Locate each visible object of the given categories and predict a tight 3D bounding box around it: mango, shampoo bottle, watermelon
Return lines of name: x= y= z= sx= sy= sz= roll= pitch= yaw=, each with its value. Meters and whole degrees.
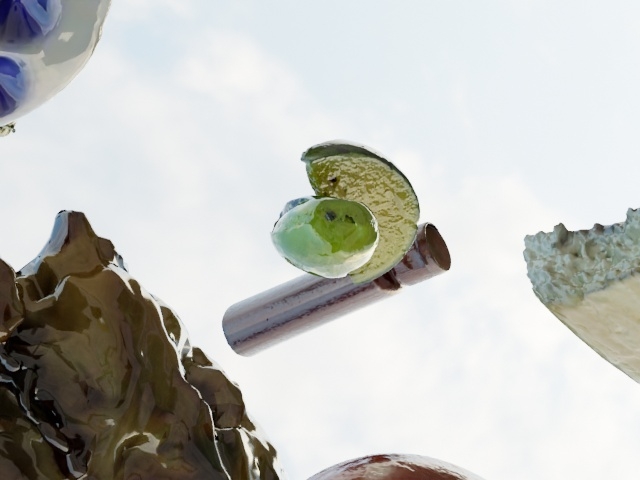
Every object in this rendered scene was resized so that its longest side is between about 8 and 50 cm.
mango: x=0.000 y=0.000 z=1.463 sx=0.091 sy=0.165 sz=0.074 roll=20 pitch=-103 yaw=-13
shampoo bottle: x=0.019 y=0.054 z=1.721 sx=0.064 sy=0.260 sz=0.102 roll=66 pitch=-157 yaw=0
watermelon: x=0.055 y=-0.038 z=1.547 sx=0.092 sy=0.075 sz=0.181 roll=-52 pitch=-41 yaw=-32

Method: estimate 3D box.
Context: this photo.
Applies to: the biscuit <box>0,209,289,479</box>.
biscuit: x=-0.121 y=0.140 z=0.505 sx=0.289 sy=0.081 sz=0.334 roll=-41 pitch=-61 yaw=-25

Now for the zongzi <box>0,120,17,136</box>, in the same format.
zongzi: x=-0.343 y=-0.172 z=1.592 sx=0.104 sy=0.113 sz=0.052 roll=27 pitch=-169 yaw=25

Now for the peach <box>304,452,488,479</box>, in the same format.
peach: x=0.074 y=0.279 z=1.169 sx=0.275 sy=0.248 sz=0.245 roll=-6 pitch=-116 yaw=-31

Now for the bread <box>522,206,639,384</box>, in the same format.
bread: x=0.102 y=0.012 z=0.402 sx=0.070 sy=0.083 sz=0.035 roll=33 pitch=-129 yaw=-29

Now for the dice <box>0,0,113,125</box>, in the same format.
dice: x=-0.311 y=-0.256 z=1.220 sx=0.243 sy=0.259 sz=0.251 roll=0 pitch=-136 yaw=-38
